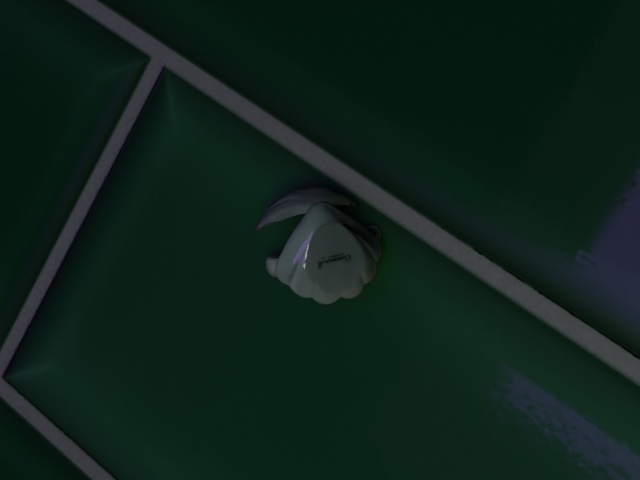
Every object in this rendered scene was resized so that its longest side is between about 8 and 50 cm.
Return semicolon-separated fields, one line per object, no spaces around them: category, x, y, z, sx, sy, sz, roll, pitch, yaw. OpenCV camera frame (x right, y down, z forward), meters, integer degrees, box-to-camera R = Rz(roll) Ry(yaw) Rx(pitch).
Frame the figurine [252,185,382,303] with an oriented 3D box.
figurine;0.000;0.000;0.896;0.094;0.086;0.082;-13;98;-15
